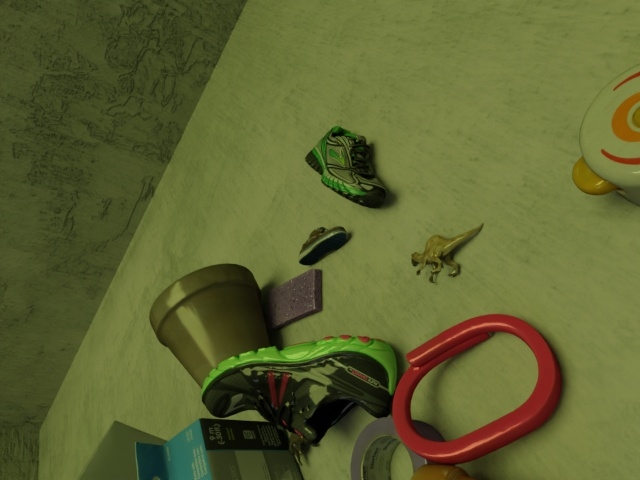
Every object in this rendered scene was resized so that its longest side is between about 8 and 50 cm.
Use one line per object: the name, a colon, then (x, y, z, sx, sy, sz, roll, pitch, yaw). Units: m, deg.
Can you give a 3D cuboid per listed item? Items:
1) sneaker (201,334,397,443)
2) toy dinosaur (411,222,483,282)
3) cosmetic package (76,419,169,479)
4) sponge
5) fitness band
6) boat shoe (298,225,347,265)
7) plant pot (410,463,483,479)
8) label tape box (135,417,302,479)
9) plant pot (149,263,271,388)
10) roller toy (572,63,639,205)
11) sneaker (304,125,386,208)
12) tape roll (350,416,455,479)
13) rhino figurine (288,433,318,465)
sneaker: (-0.067, 0.335, 1.069, 0.483, 0.185, 0.202, -18, 64, 27)
toy dinosaur: (0.243, 0.026, 0.999, 0.183, 0.053, 0.092, -31, 49, 41)
cosmetic package: (-0.524, 0.782, 1.320, 0.393, 0.329, 0.327, -63, 8, 8)
sponge: (-0.073, 0.164, 1.363, 0.210, 0.031, 0.117, -29, 52, 41)
fitness band: (0.250, 0.247, 0.832, 0.291, 0.054, 0.209, -34, 41, 15)
boat shoe: (0.000, 0.000, 1.316, 0.183, 0.066, 0.066, -33, 48, 40)
plant pot: (0.242, 0.434, 0.704, 0.188, 0.205, 0.205, -13, 63, 32)
label tape box: (-0.213, 0.531, 1.100, 0.115, 0.348, 0.249, -55, 39, 20)
plant pot: (-0.272, 0.270, 1.376, 0.323, 0.323, 0.280, -51, 56, 24)
roller toy: (0.478, -0.150, 0.696, 0.209, 0.146, 0.191, 5, 78, 54)
sneaker: (0.070, -0.198, 1.262, 0.146, 0.134, 0.343, -56, 37, 17)
tape roll: (0.147, 0.426, 0.911, 0.189, 0.080, 0.189, -28, 53, 44)
rhino figurine: (-0.052, 0.407, 1.186, 0.106, 0.073, 0.243, -27, 56, 41)
